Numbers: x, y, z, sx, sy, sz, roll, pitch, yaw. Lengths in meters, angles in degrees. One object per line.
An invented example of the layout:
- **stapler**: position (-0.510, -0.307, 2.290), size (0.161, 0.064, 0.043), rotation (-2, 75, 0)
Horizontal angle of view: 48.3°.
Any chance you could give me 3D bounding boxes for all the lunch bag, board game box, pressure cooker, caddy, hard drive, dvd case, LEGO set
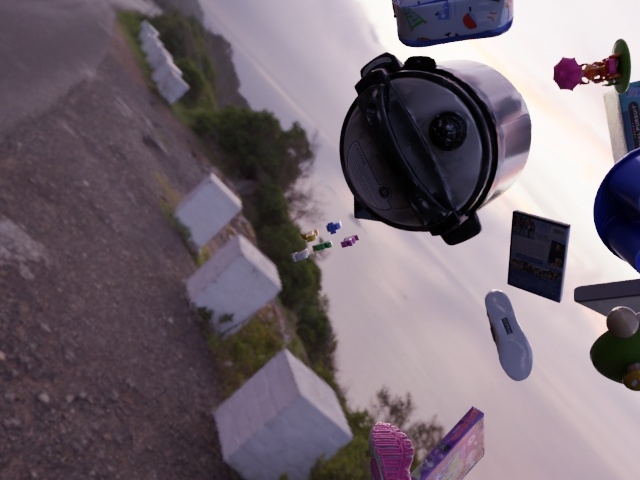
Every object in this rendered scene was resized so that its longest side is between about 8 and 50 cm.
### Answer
- **lunch bag**: position (0.249, -0.498, 1.402), size (0.303, 0.243, 0.115), rotation (-85, 163, -46)
- **board game box**: position (0.332, 0.635, 1.953), size (0.056, 0.347, 0.208), rotation (26, -36, 41)
- **pressure cooker**: position (0.246, -0.217, 1.583), size (0.369, 0.376, 0.420), rotation (25, 26, 22)
- **caddy**: position (0.669, -0.054, 1.268), size (0.179, 0.341, 0.241), rotation (-81, 166, -67)
- **board game box**: position (0.900, -0.323, 2.077), size (0.336, 0.079, 0.254), rotation (-25, 104, -73)
- **hard drive**: position (0.723, 0.149, 1.542), size (0.307, 0.040, 0.203), rotation (23, -23, -35)
- **dvd case**: position (0.643, 0.046, 2.114), size (0.180, 0.022, 0.253), rotation (22, -55, 41)
- **LEGO set**: position (0.000, 0.000, 2.250), size (0.093, 0.227, 0.087), rotation (-66, 138, -76)

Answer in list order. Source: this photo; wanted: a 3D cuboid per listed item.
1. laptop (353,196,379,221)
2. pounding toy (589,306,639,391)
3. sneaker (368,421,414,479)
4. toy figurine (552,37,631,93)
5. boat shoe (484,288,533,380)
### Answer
- **laptop**: position (0.224, -0.166, 1.859), size (0.264, 0.234, 0.136), rotation (7, -10, -40)
- **pounding toy**: position (0.581, 0.212, 1.245), size (0.237, 0.182, 0.110), rotation (76, 9, -47)
- **sneaker**: position (0.145, 0.518, 1.553), size (0.103, 0.111, 0.252), rotation (15, 41, -21)
- **toy figurine**: position (0.637, -0.407, 1.715), size (0.173, 0.159, 0.130), rotation (-54, 138, -82)
- **boat shoe**: position (0.602, 0.302, 2.308), size (0.102, 0.108, 0.301), rotation (-7, 76, -81)
